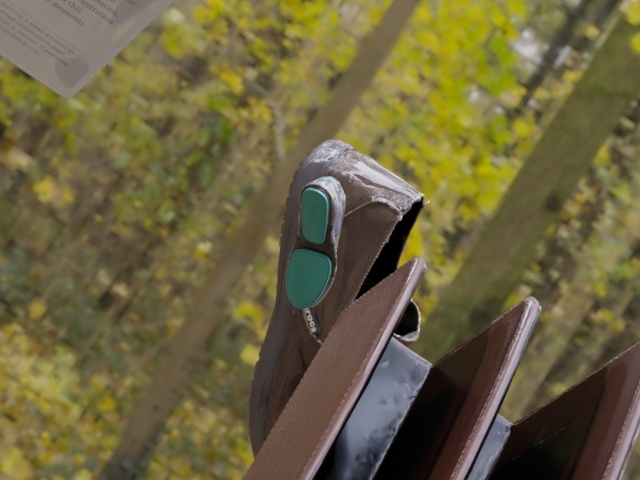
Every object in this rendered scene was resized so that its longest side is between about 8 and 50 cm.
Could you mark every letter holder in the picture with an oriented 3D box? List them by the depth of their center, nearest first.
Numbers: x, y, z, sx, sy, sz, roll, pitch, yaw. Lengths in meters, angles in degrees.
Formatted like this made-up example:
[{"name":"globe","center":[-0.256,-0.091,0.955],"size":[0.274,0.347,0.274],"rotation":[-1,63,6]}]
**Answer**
[{"name":"letter holder","center":[0.052,0.156,0.903],"size":[0.152,0.302,0.214],"rotation":[37,-35,-7]}]

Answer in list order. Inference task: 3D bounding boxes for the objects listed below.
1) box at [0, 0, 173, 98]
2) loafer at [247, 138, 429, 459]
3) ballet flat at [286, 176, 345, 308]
[{"name":"box","center":[-0.126,-0.301,1.094],"size":[0.168,0.345,0.215],"rotation":[35,37,-27]},{"name":"loafer","center":[0.022,0.094,1.470],"size":[0.130,0.366,0.134],"rotation":[16,23,22]},{"name":"ballet flat","center":[0.000,0.000,1.184],"size":[0.041,0.114,0.041],"rotation":[6,34,-4]}]
